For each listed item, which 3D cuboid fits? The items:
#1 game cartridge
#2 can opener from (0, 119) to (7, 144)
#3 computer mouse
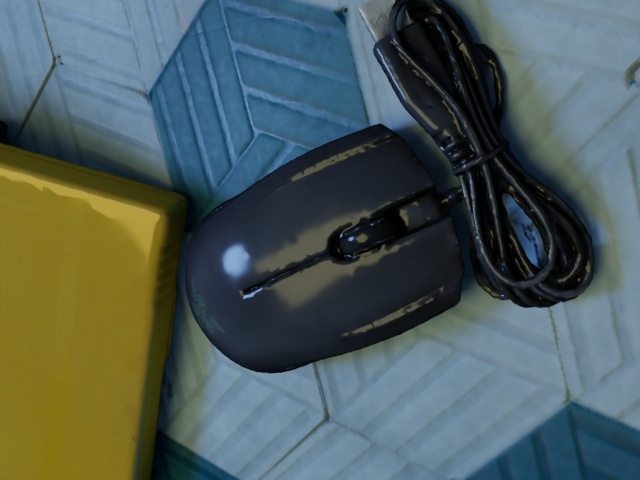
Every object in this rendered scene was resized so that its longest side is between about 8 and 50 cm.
[{"bbox_3d":[-0.255,0.081,0.716,0.285,0.053,0.324,16,113,10],"label":"game cartridge"},{"bbox_3d":[-0.311,-0.040,0.779,0.186,0.073,0.059,-21,129,42],"label":"can opener"},{"bbox_3d":[0.000,0.000,0.539,0.272,0.072,0.188,-32,85,38],"label":"computer mouse"}]
